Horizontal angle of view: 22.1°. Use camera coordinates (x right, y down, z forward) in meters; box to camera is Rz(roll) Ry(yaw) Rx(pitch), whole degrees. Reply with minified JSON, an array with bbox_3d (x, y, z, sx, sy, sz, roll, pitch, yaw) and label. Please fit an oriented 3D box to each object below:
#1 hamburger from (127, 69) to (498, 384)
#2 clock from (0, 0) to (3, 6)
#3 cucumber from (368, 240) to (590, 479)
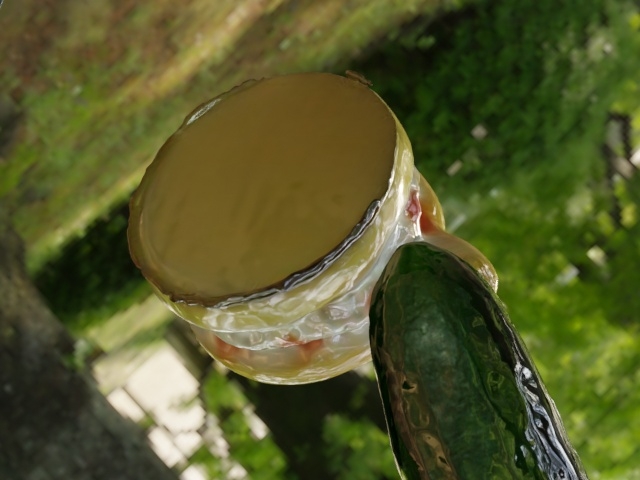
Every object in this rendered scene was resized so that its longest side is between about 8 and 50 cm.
[{"bbox_3d":[0.000,0.000,1.425,0.186,0.303,0.261,52,51,-40],"label":"hamburger"},{"bbox_3d":[-0.434,-0.314,1.899,0.184,0.184,0.040,-49,150,21],"label":"clock"},{"bbox_3d":[0.076,0.129,0.414,0.056,0.284,0.056,-20,164,-6],"label":"cucumber"}]
